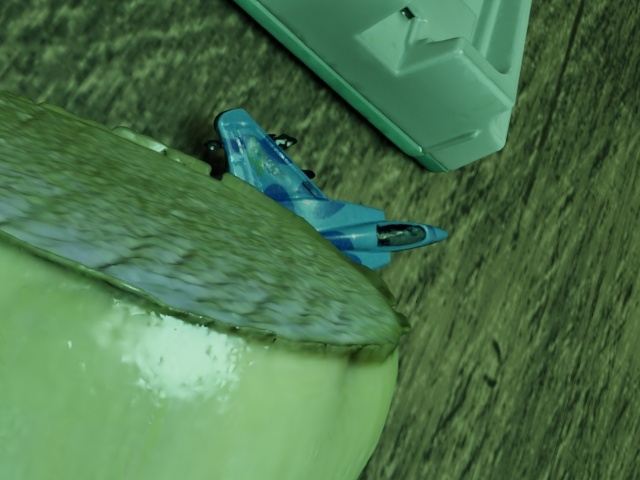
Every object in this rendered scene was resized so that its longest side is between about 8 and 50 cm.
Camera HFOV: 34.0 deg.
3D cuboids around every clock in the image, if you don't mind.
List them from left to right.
[{"bbox_3d":[0.064,-0.214,0.754,0.262,0.116,0.231,38,57,-33],"label":"clock"}]

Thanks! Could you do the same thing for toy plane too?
[{"bbox_3d":[-0.005,0.001,0.672,0.246,0.078,0.169,-4,85,-51],"label":"toy plane"}]

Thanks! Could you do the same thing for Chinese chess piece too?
[{"bbox_3d":[-0.098,0.025,0.444,0.270,0.270,0.112,16,104,-41],"label":"Chinese chess piece"}]
